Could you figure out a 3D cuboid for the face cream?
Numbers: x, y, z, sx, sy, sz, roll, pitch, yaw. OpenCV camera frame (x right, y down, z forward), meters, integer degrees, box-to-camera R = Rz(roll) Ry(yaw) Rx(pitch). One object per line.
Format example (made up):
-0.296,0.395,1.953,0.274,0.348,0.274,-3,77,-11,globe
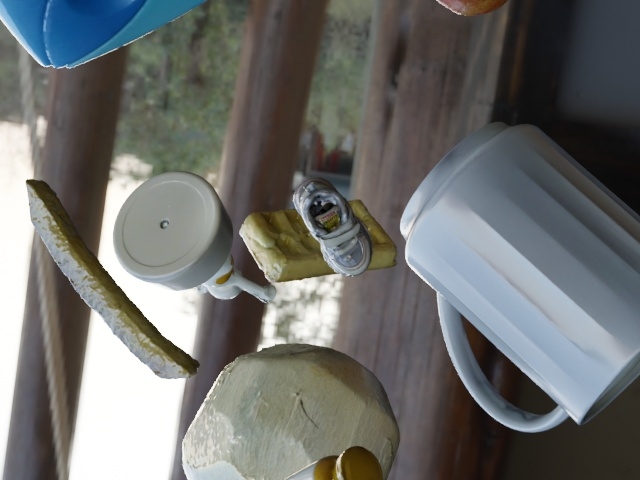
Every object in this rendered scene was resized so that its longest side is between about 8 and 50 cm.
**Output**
-0.011,0.245,1.086,0.072,0.051,0.182,18,143,-29,face cream

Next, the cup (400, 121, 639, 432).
0.259,0.060,1.430,0.327,0.323,0.237,43,-150,20,cup

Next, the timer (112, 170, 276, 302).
-0.178,0.028,1.764,0.175,0.175,0.266,11,161,26,timer

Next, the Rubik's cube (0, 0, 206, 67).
-0.395,-0.533,1.851,0.352,0.347,0.351,-25,155,4,Rubik's cube

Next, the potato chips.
-0.333,0.071,1.771,0.407,0.080,0.057,49,-151,12,potato chips

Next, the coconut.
-0.056,0.368,1.926,0.346,0.360,0.346,20,147,14,coconut

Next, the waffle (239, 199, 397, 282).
0.000,0.000,2.192,0.274,0.057,0.168,-7,-140,-26,waffle

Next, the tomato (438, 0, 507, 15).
0.257,-0.512,1.994,0.236,0.237,0.095,6,158,-27,tomato

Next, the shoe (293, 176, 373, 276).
0.025,-0.026,1.870,0.089,0.180,0.092,-32,178,-2,shoe
